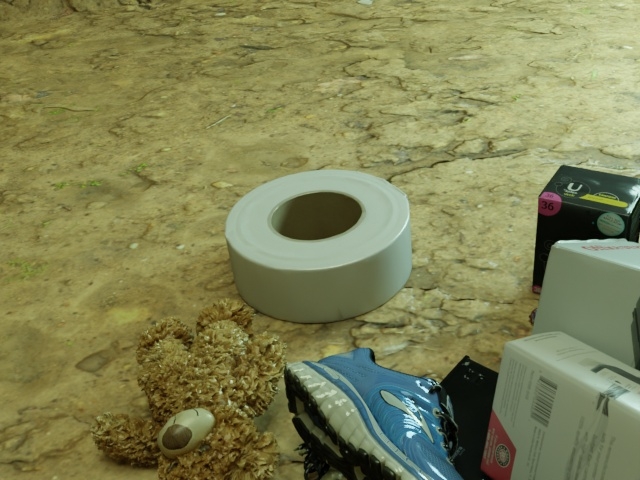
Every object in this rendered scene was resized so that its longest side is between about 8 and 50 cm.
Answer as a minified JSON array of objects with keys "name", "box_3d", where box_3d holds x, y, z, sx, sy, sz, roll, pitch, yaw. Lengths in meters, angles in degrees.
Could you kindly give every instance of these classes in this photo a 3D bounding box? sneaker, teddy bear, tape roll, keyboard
[{"name":"sneaker","box_3d":[0.096,0.207,0.798,0.147,0.130,0.330,-23,40,-23]},{"name":"teddy bear","box_3d":[-0.152,0.182,0.950,0.245,0.113,0.338,-3,33,9]},{"name":"tape roll","box_3d":[0.000,0.000,1.202,0.286,0.100,0.286,-5,33,3]},{"name":"keyboard","box_3d":[0.103,0.238,0.890,0.201,0.033,0.317,25,44,31]}]

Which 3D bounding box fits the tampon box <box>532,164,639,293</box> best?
[{"name":"tampon box","box_3d":[0.371,-0.004,1.082,0.120,0.161,0.101,14,39,30]}]

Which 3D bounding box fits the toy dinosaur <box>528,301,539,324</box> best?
[{"name":"toy dinosaur","box_3d":[0.322,0.113,1.046,0.090,0.047,0.082,21,8,-26]}]

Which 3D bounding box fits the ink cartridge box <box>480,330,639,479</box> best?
[{"name":"ink cartridge box","box_3d":[0.273,0.204,0.753,0.092,0.159,0.218,-6,22,-33]}]

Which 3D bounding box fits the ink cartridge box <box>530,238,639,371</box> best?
[{"name":"ink cartridge box","box_3d":[0.420,0.099,0.838,0.307,0.129,0.223,21,14,42]}]
